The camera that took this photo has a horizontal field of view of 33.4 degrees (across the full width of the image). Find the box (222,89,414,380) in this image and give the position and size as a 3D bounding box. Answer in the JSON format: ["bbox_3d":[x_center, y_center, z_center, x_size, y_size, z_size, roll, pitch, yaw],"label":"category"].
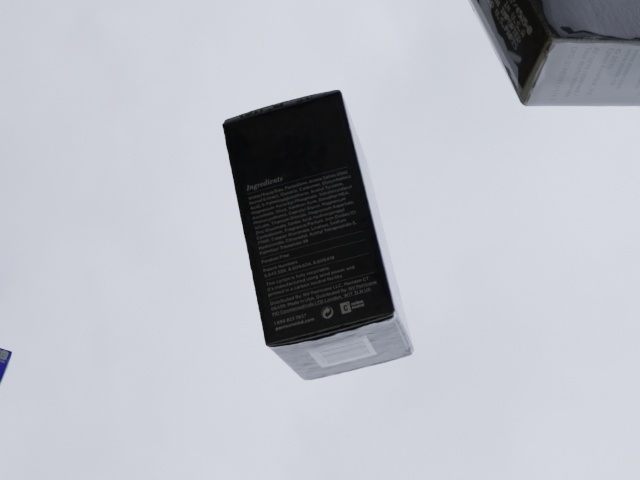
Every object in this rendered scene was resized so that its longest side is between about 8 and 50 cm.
[{"bbox_3d":[0.000,0.000,0.922,0.108,0.153,0.207,-15,-109,6],"label":"box"}]

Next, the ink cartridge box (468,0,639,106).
[{"bbox_3d":[0.236,-0.220,0.790,0.072,0.307,0.303,108,-29,-47],"label":"ink cartridge box"}]

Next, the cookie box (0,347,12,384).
[{"bbox_3d":[-0.341,0.138,0.959,0.040,0.092,0.107,121,-15,-51],"label":"cookie box"}]
